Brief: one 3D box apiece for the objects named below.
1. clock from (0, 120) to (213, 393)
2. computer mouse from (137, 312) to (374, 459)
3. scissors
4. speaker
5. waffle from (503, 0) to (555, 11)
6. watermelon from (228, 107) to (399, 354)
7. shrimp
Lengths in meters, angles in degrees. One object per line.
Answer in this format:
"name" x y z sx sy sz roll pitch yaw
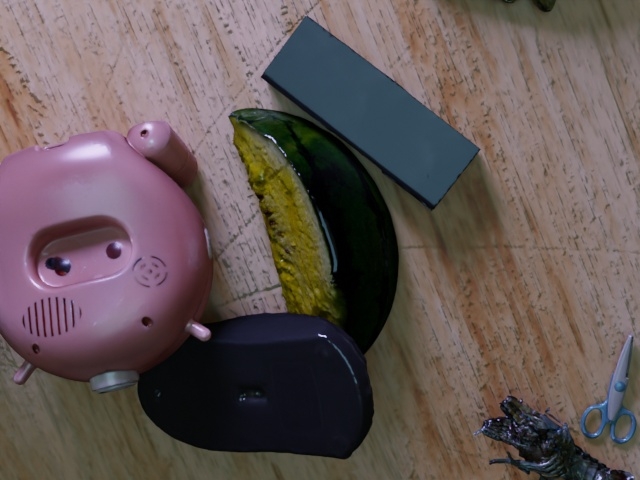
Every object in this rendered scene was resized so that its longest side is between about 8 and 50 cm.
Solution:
"clock" -0.218 0.025 0.940 0.227 0.142 0.241 -13 76 6
"computer mouse" -0.059 0.142 0.989 0.269 0.086 0.138 -4 105 29
"scissors" 0.309 0.154 1.019 0.058 0.014 0.119 9 102 2
"speaker" 0.049 -0.128 0.983 0.218 0.044 0.082 37 99 -1
"waffle" 0.172 -0.321 0.901 0.207 0.054 0.214 18 134 -9
"watermelon" 0.000 0.000 0.994 0.129 0.123 0.301 -11 99 38
"shrimp" 0.234 0.223 1.005 0.174 0.076 0.082 33 74 -9
